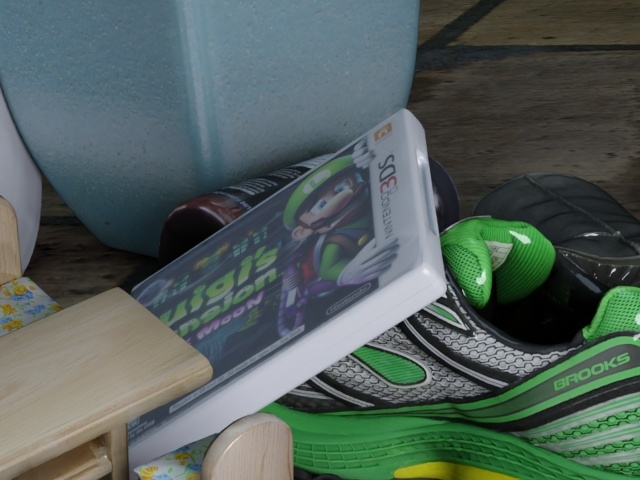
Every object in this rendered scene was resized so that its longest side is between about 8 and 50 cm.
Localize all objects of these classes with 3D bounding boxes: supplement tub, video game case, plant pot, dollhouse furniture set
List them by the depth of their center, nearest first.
[{"bbox_3d":[-0.162,0.063,0.691,0.242,0.161,0.212,-24,42,-33],"label":"dollhouse furniture set"},{"bbox_3d":[-0.025,0.025,0.871,0.190,0.022,0.173,-33,24,16],"label":"video game case"},{"bbox_3d":[0.000,0.000,1.123,0.198,0.106,0.106,-20,23,-39],"label":"supplement tub"},{"bbox_3d":[-0.079,-0.120,1.274,0.247,0.252,0.248,11,25,42],"label":"plant pot"}]

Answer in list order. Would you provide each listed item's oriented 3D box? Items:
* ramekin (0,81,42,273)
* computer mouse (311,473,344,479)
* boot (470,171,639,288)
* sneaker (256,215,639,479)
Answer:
[{"bbox_3d":[-0.312,-0.075,1.214,0.127,0.273,0.273,-12,16,16],"label":"ramekin"},{"bbox_3d":[-0.098,0.143,0.785,0.262,0.060,0.184,-2,19,9],"label":"computer mouse"},{"bbox_3d":[0.141,0.004,1.116,0.189,0.076,0.208,4,22,-19],"label":"boot"},{"bbox_3d":[0.064,0.047,0.893,0.343,0.146,0.134,9,23,40],"label":"sneaker"}]
